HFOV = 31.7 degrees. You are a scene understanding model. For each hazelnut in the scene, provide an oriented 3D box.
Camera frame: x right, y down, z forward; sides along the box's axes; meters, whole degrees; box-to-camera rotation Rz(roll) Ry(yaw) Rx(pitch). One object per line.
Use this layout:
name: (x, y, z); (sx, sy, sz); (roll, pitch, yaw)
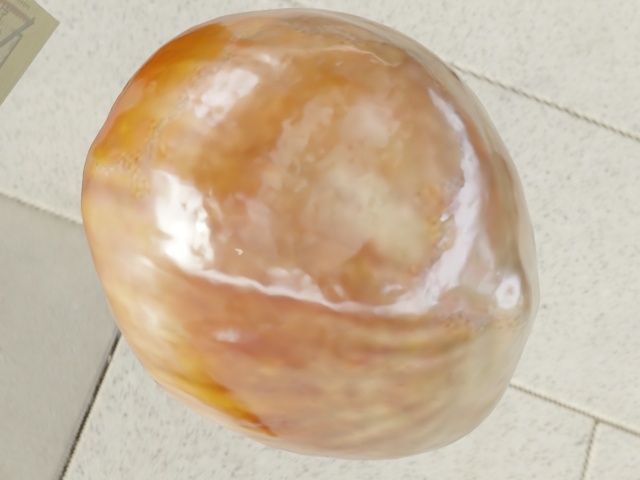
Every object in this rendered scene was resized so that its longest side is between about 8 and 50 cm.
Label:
hazelnut: (0.000, 0.000, 0.493); (0.214, 0.214, 0.176); (35, 62, 2)

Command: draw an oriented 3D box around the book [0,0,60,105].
book: (-0.310, -0.113, 0.912); (0.026, 0.161, 0.231); (35, 89, 9)
